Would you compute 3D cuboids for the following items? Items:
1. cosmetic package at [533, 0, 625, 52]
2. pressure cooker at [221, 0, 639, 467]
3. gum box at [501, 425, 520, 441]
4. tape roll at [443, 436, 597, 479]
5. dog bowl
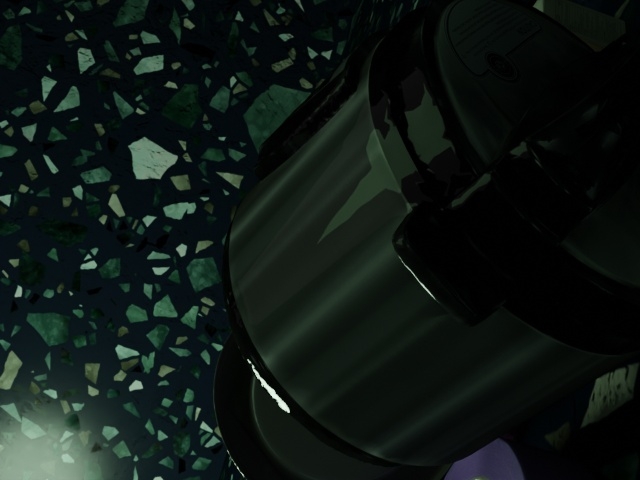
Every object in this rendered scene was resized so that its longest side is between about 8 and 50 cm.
[{"bbox_3d":[0.315,-0.255,1.159,0.041,0.115,0.060,122,162,-56],"label":"cosmetic package"},{"bbox_3d":[0.153,-0.024,0.881,0.420,0.375,0.370,-44,41,41],"label":"pressure cooker"},{"bbox_3d":[0.184,0.182,1.178,0.188,0.062,0.107,-3,71,64],"label":"gum box"},{"bbox_3d":[0.183,0.341,0.946,0.275,0.090,0.274,-162,90,-80],"label":"tape roll"},{"bbox_3d":[0.026,0.225,1.323,0.102,0.349,0.348,98,-176,-64],"label":"dog bowl"}]
